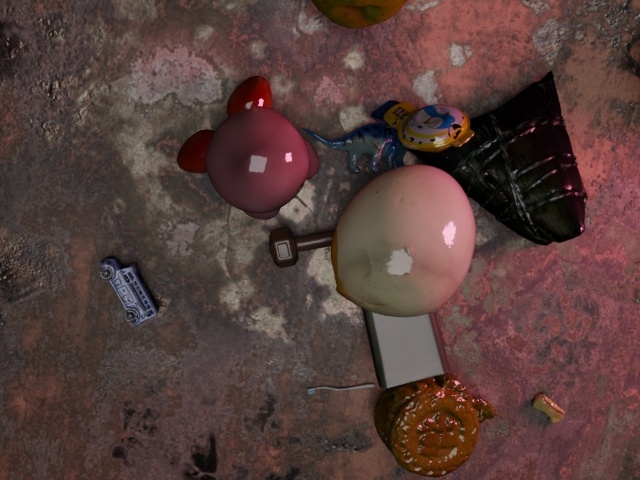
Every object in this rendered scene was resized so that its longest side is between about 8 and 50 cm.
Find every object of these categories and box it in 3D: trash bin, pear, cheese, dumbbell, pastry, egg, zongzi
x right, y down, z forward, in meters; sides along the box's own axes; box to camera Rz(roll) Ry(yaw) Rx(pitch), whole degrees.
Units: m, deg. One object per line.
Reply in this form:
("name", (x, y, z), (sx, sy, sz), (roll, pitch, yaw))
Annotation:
("trash bin", (0.185, 0.190, 1.799), (0.164, 0.122, 0.241), (-13, 97, 0))
("pear", (0.082, -0.587, 1.595), (0.294, 0.294, 0.294), (0, 99, -2))
("cheese", (0.210, -0.248, 1.676), (0.156, 0.250, 0.064), (-40, 133, -24))
("dumbbell", (0.000, 0.000, 1.778), (0.230, 0.082, 0.092), (-10, 99, 0))
("cheese", (0.541, 0.402, 1.887), (0.083, 0.030, 0.044), (40, 117, -12))
("pastry", (0.247, 0.412, 1.833), (0.240, 0.132, 0.235), (35, 90, -20))
("egg", (0.175, -0.005, 1.618), (0.283, 0.283, 0.345), (32, 65, -6))
("zongzi", (0.373, -0.146, 1.701), (0.362, 0.319, 0.384), (-14, 80, 2))

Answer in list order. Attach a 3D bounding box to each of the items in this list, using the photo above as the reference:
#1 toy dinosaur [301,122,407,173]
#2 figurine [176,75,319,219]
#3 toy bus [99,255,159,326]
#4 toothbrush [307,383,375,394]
("toy dinosaur", (0.131, -0.202, 1.754), (0.329, 0.076, 0.144), (-9, 91, -3))
("figurine", (-0.146, -0.176, 1.680), (0.269, 0.211, 0.261), (-43, 98, 6))
("toy bus", (-0.430, 0.105, 1.789), (0.076, 0.073, 0.167), (-26, 102, 0))
("toothbrush", (0.049, 0.347, 1.872), (0.162, 0.014, 0.017), (-7, 85, -1))
